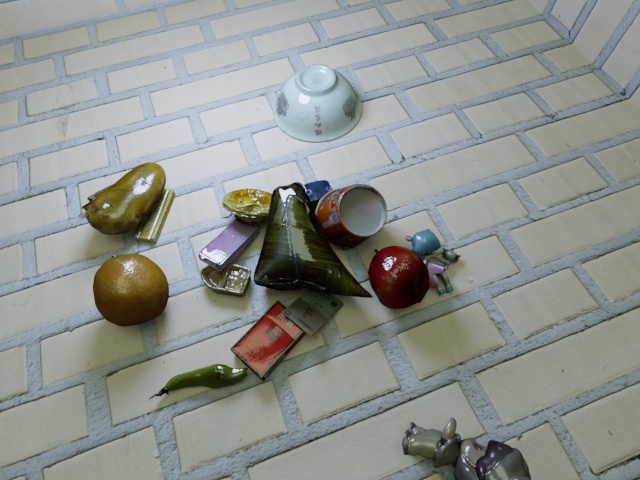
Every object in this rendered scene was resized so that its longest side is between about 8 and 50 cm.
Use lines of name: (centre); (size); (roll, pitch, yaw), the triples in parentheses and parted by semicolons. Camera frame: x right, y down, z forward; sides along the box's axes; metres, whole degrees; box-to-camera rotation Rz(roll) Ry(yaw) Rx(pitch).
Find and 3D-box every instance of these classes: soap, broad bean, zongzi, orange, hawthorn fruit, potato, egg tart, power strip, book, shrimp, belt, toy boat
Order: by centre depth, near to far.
broad bean: (-0.404, 0.469, 1.408); (0.325, 0.067, 0.075); (-12, 61, 0)
orange: (-0.665, 0.170, 1.460); (0.264, 0.264, 0.264); (-1, 61, 1)
book: (-0.024, 0.243, 1.501); (0.138, 0.016, 0.199); (35, 44, 18)
hawthorn fruit: (0.271, 0.111, 1.508); (0.210, 0.230, 0.266); (-45, 40, 17)
zongzi: (0.000, 0.000, 1.518); (0.433, 0.208, 0.403); (7, 81, 12)
toy boat: (-0.360, 0.146, 1.580); (0.188, 0.061, 0.116); (12, 64, 8)
power strip: (-0.351, 0.006, 1.628); (0.109, 0.037, 0.279); (26, 48, 15)
potato: (-0.764, -0.173, 1.684); (0.196, 0.176, 0.369); (1, 49, 51)
egg tart: (-0.276, -0.136, 1.684); (0.241, 0.105, 0.241); (6, 28, -3)
belt: (-0.040, -0.154, 1.702); (0.218, 0.122, 0.128); (-17, 65, -9)
soap: (-0.689, -0.109, 1.741); (0.092, 0.037, 0.251); (8, 61, 4)
shrimp: (-0.862, -0.181, 1.772); (0.295, 0.062, 0.154); (-22, 69, -12)

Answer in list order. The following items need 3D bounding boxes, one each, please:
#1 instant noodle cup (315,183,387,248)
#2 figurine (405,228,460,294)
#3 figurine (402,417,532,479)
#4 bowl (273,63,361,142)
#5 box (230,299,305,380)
instant noodle cup: (0.123, -0.096, 1.576); (0.251, 0.192, 0.250); (2, 84, -16)
figurine: (0.443, 0.072, 1.580); (0.205, 0.103, 0.260); (-19, 72, -7)
figurine: (0.426, 0.651, 1.210); (0.381, 0.248, 0.203); (18, 68, 25)
bowl: (-0.018, -0.685, 1.949); (0.435, 0.196, 0.434); (-1, 62, 2)
box: (-0.174, 0.347, 1.461); (0.153, 0.074, 0.240); (35, 66, 23)
